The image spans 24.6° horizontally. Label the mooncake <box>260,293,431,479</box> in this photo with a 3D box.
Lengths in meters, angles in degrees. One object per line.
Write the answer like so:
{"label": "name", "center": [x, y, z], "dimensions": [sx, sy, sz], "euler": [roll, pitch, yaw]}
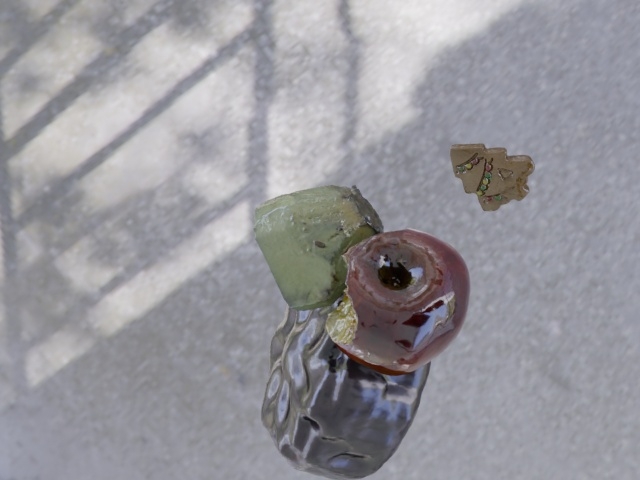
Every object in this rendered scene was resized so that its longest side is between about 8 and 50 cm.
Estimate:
{"label": "mooncake", "center": [0.019, 0.156, 1.829], "dimensions": [0.141, 0.283, 0.283], "euler": [16, 136, -21]}

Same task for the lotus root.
{"label": "lotus root", "center": [-0.003, 0.000, 1.660], "dimensions": [0.144, 0.070, 0.143], "euler": [-32, 87, 35]}

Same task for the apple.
{"label": "apple", "center": [0.088, 0.074, 1.624], "dimensions": [0.147, 0.156, 0.158], "euler": [21, 151, 11]}

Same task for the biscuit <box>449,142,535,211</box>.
{"label": "biscuit", "center": [0.168, -0.069, 1.470], "dimensions": [0.092, 0.016, 0.082], "euler": [33, 131, -14]}
